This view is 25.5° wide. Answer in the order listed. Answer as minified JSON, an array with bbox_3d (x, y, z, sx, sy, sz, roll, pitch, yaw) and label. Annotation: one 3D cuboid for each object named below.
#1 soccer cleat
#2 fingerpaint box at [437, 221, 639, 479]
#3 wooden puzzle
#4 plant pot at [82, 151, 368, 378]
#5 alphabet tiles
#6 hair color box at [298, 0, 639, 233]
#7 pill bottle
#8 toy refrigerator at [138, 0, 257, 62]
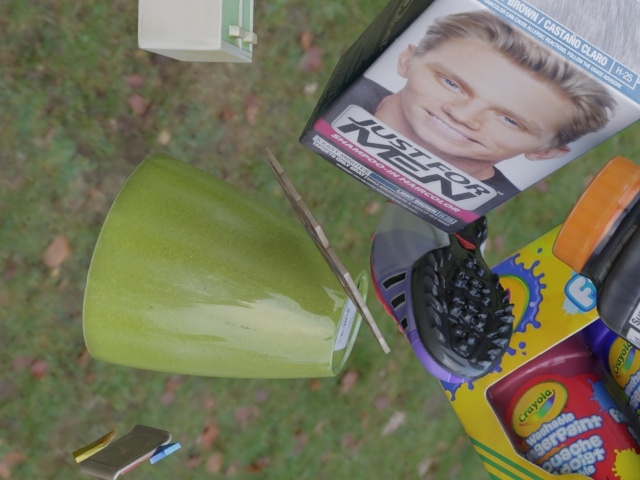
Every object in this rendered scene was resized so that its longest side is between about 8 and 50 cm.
[{"bbox_3d":[0.101,0.045,1.322,0.109,0.318,0.116,31,117,-19],"label":"soccer cleat"},{"bbox_3d":[0.373,0.134,1.472,0.445,0.371,0.163,-32,150,9],"label":"fingerpaint box"},{"bbox_3d":[-0.183,0.200,1.333,0.078,0.116,0.014,-32,110,-26],"label":"wooden puzzle"},{"bbox_3d":[-0.100,0.063,1.754,0.275,0.294,0.274,17,90,-77],"label":"plant pot"},{"bbox_3d":[0.000,0.000,1.525,0.009,0.198,0.237,-32,148,-2],"label":"alphabet tiles"},{"bbox_3d":[0.124,-0.129,1.147,0.105,0.174,0.347,-63,-170,-22],"label":"hair color box"},{"bbox_3d":[0.283,0.041,0.979,0.130,0.246,0.130,-48,162,-21],"label":"pill bottle"},{"bbox_3d":[-0.126,-0.250,1.535,0.269,0.094,0.102,-48,140,-85],"label":"toy refrigerator"}]
